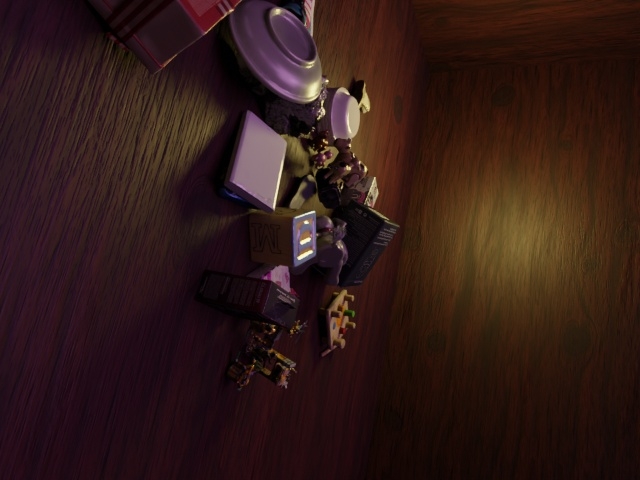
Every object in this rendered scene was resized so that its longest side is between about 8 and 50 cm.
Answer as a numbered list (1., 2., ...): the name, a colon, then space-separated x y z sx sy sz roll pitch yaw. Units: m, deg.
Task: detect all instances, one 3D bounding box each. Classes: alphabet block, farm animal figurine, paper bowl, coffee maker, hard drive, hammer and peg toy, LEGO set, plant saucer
1. alphabet block: -0.143 -0.019 1.591 0.192 0.197 0.194 -25 118 -62
2. farm animal figurine: 0.106 -0.366 1.863 0.326 0.172 0.330 30 29 -44
3. paper bowl: 0.098 -0.607 2.030 0.284 0.148 0.284 7 90 -66
4. coffee maker: 0.025 -0.259 1.936 0.171 0.120 0.178 44 20 -29
5. hard drive: -0.216 -0.274 1.428 0.203 0.040 0.308 34 52 -41
6. hammer and peg toy: 0.100 0.492 2.306 0.266 0.127 0.362 -39 130 -57
7. LEGO set: -0.177 0.425 1.545 0.331 0.192 0.255 -63 157 -5
8. plant saucer: -0.119 -0.662 1.386 0.400 0.100 0.401 24 53 -37

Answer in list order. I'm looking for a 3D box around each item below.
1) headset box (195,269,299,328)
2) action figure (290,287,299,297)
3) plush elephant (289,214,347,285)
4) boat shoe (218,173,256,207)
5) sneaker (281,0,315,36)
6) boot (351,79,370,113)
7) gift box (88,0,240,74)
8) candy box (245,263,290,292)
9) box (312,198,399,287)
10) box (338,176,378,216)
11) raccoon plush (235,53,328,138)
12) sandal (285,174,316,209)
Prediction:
1. headset box: -0.223 0.199 1.357 0.218 0.293 0.110 48 53 -57
2. action figure: -0.122 0.263 1.902 0.038 0.030 0.115 -52 139 -40
3. plush elephant: 0.000 0.000 1.887 0.330 0.271 0.255 -61 -152 30
4. boat shoe: -0.246 -0.167 1.446 0.258 0.109 0.089 25 70 -66
5. sneaker: -0.101 -0.906 1.576 0.178 0.123 0.296 -53 143 -63
6. boot: 0.229 -0.784 2.353 0.165 0.077 0.213 57 43 -56
7. gift box: -0.364 -0.584 0.935 0.276 0.258 0.255 54 47 -28
8. candy box: -0.210 0.180 1.640 0.233 0.071 0.159 -35 127 -57
9. box: 0.184 0.022 2.104 0.396 0.212 0.293 -58 158 10
10. box: 0.220 -0.239 2.351 0.142 0.163 0.247 68 37 -47
11. raccoon plush: -0.105 -0.613 1.551 0.446 0.216 0.299 60 35 -51
12. sandal: -0.096 -0.210 1.827 0.254 0.054 0.097 -55 133 -40
